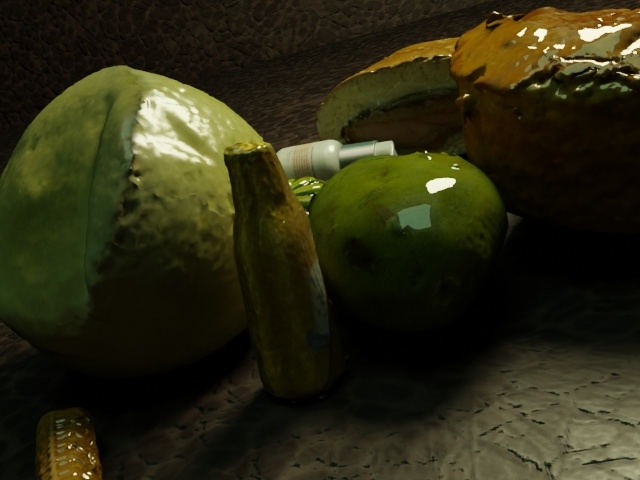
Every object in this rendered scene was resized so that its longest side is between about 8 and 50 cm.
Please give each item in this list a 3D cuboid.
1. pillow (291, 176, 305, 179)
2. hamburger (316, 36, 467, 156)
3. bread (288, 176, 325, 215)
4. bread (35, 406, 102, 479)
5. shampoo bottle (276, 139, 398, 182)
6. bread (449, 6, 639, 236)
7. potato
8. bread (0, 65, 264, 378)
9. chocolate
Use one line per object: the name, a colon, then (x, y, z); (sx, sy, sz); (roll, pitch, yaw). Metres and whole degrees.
pillow: (-0.130, -0.040, 1.121); (0.229, 0.051, 0.128); (-7, 30, 25)
hamburger: (0.172, -0.227, 1.216); (0.330, 0.162, 0.209); (-9, 23, 31)
bread: (-0.039, -0.015, 0.905); (0.139, 0.071, 0.130); (-42, 34, 9)
bread: (-0.202, 0.182, 0.623); (0.052, 0.044, 0.157); (-17, 21, -16)
shampoo bottle: (0.024, -0.117, 1.167); (0.192, 0.074, 0.074); (-9, 22, 21)
bread: (0.308, -0.136, 0.785); (0.337, 0.204, 0.358); (17, 29, 32)
potato: (0.078, -0.003, 0.729); (0.186, 0.148, 0.253); (-19, 24, 4)
bread: (-0.185, -0.017, 0.798); (0.320, 0.237, 0.320); (-23, 47, 27)
chocolate: (-0.038, 0.024, 0.655); (0.086, 0.219, 0.085); (-13, 18, 4)
